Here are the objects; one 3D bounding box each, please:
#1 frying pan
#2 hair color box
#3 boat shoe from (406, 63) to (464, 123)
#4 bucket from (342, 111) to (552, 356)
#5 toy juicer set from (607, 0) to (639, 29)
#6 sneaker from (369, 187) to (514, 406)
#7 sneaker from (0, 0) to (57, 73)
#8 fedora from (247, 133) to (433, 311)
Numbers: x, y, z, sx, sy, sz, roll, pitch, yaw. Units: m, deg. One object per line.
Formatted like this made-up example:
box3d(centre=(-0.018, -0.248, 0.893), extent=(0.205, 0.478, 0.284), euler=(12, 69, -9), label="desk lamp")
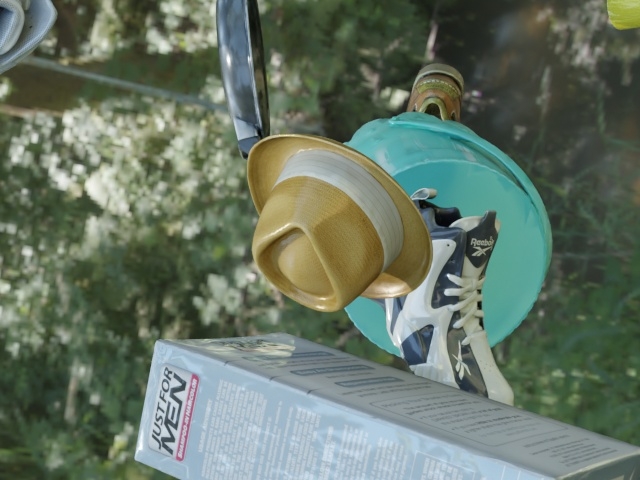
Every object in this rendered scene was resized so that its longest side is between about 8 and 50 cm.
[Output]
box3d(centre=(-0.072, -0.133, 1.273), extent=(0.197, 0.053, 0.326), euler=(52, -147, -86), label="frying pan")
box3d(centre=(0.050, 0.177, 0.982), extent=(0.374, 0.185, 0.113), euler=(15, 97, 34), label="hair color box")
box3d(centre=(0.166, -0.128, 1.900), extent=(0.104, 0.111, 0.307), euler=(-73, -15, -49), label="boat shoe")
box3d(centre=(0.127, -0.001, 1.390), extent=(0.183, 0.281, 0.281), euler=(-108, 33, -71), label="bucket")
box3d(centre=(0.457, -0.259, 1.468), extent=(0.089, 0.329, 0.209), euler=(11, 63, 42), label="toy juicer set")
box3d(centre=(0.139, 0.048, 1.163), extent=(0.153, 0.094, 0.235), euler=(-48, 63, 25), label="sneaker")
box3d(centre=(-0.333, -0.312, 1.248), extent=(0.210, 0.137, 0.365), euler=(28, 88, 51), label="sneaker")
box3d(centre=(0.000, 0.000, 0.980), extent=(0.079, 0.194, 0.194), euler=(-55, 6, -32), label="fedora")
